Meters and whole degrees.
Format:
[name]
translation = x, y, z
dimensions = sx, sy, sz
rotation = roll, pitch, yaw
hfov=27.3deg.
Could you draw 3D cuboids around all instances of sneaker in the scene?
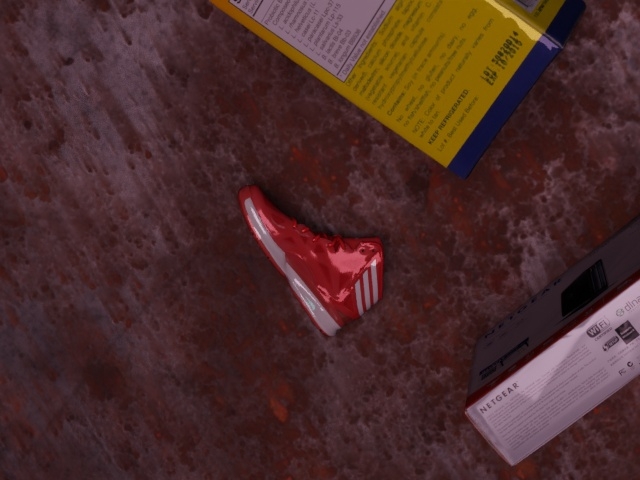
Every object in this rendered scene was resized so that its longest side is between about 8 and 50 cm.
[sneaker]
translation = 0.000, 0.000, 1.642
dimensions = 0.128, 0.087, 0.221
rotation = -33, 106, 5

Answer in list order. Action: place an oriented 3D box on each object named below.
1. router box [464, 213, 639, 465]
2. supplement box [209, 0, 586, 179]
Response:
[router box]
translation = 0.321, 0.081, 1.482
dimensions = 0.335, 0.301, 0.082
rotation = -40, 92, 13
[supplement box]
translation = 0.091, -0.271, 1.491
dimensions = 0.356, 0.195, 0.194
rotation = 36, 120, 1
